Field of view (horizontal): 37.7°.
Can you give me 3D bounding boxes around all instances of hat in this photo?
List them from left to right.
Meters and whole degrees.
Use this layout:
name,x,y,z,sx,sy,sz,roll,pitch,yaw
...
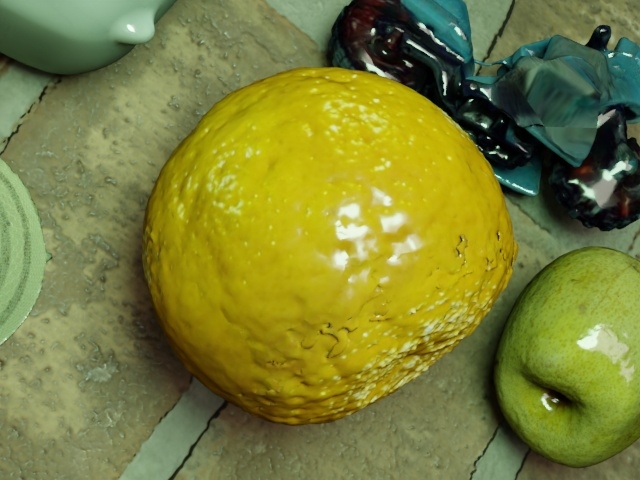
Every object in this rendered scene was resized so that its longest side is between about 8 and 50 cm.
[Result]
name,x,y,z,sx,sy,sz,roll,pitch,yaw
hat,-0.368,-0.001,0.843,0.252,0.110,0.252,3,80,-19

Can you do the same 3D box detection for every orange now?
name,x,y,z,sx,sy,sz,roll,pitch,yaw
orange,0.000,0.000,0.866,0.340,0.340,0.293,-26,68,-22

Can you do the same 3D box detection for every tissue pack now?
name,x,y,z,sx,sy,sz,roll,pitch,yaw
tissue pack,-0.203,-0.319,0.888,0.236,0.229,0.333,39,71,-10

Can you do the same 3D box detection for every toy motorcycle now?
name,x,y,z,sx,sy,sz,roll,pitch,yaw
toy motorcycle,0.218,-0.183,1.073,0.416,0.172,0.232,28,67,-5

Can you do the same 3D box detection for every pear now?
name,x,y,z,sx,sy,sz,roll,pitch,yaw
pear,0.294,0.121,1.018,0.188,0.228,0.211,30,46,26
